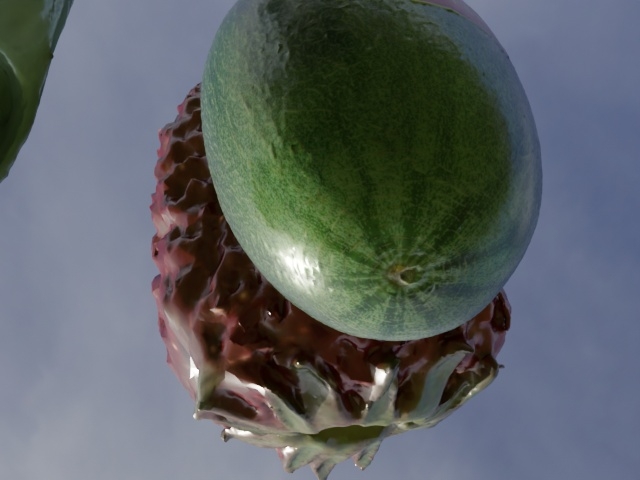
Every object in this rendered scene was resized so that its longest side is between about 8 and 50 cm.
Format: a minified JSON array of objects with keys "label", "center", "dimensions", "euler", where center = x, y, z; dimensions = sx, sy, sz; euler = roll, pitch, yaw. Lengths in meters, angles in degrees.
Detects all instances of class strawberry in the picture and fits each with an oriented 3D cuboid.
[{"label":"strawberry","center":[0.002,0.000,1.308],"dimensions":[0.292,0.292,0.343],"euler":[-7,-109,-6]}]

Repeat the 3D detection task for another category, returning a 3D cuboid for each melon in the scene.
[{"label":"melon","center":[0.023,-0.063,0.922],"dimensions":[0.182,0.182,0.287],"euler":[-13,-141,-8]}]

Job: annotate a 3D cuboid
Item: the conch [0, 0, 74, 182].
[{"label":"conch","center":[-0.199,-0.089,0.723],"dimensions":[0.185,0.121,0.221],"euler":[42,-90,13]}]
